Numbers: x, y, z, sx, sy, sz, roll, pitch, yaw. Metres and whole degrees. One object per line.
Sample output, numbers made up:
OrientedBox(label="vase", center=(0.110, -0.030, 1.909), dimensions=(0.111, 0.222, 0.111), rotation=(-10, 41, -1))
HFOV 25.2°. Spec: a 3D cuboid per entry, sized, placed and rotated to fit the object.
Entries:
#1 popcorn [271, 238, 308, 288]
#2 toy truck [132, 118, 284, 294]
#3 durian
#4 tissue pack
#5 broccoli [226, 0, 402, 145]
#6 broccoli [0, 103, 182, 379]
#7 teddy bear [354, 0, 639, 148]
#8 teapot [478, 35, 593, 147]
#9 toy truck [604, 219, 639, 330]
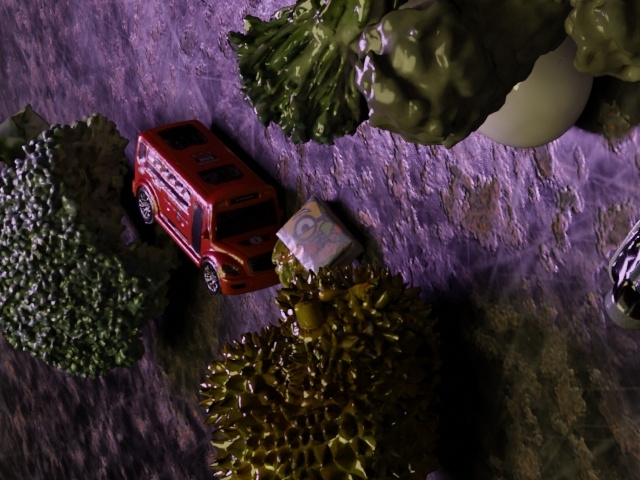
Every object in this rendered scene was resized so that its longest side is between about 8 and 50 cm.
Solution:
OrientedBox(label="popcorn", center=(-0.023, 0.025, 1.592), dimensions=(0.068, 0.060, 0.083), rotation=(-28, 71, 60))
OrientedBox(label="toy truck", center=(-0.125, -0.041, 1.684), dimensions=(0.253, 0.107, 0.114), rotation=(43, 139, 43))
OrientedBox(label="durian", center=(0.015, 0.154, 1.414), dimensions=(0.258, 0.258, 0.292), rotation=(27, 113, 53))
OrientedBox(label="tissue pack", center=(0.000, 0.000, 1.538), dimensions=(0.063, 0.035, 0.083), rotation=(-47, 54, 8))
OrientedBox(label="broccoli", center=(0.022, -0.236, 1.336), dimensions=(0.165, 0.145, 0.304), rotation=(51, 131, 28))
OrientedBox(label="broccoli", center=(-0.340, 0.001, 1.916), dimensions=(0.277, 0.338, 0.317), rotation=(-22, 60, 33))
OrientedBox(label="teddy bear", center=(0.171, -0.269, 0.959), dimensions=(0.367, 0.224, 0.357), rotation=(-17, 81, 51))
OrientedBox(label="teapot", center=(0.164, -0.149, 1.163), dimensions=(0.226, 0.092, 0.145), rotation=(-25, 83, 57))
OrientedBox(label="toy truck", center=(0.310, 0.086, 0.985), dimensions=(0.253, 0.124, 0.114), rotation=(61, 148, 26))
